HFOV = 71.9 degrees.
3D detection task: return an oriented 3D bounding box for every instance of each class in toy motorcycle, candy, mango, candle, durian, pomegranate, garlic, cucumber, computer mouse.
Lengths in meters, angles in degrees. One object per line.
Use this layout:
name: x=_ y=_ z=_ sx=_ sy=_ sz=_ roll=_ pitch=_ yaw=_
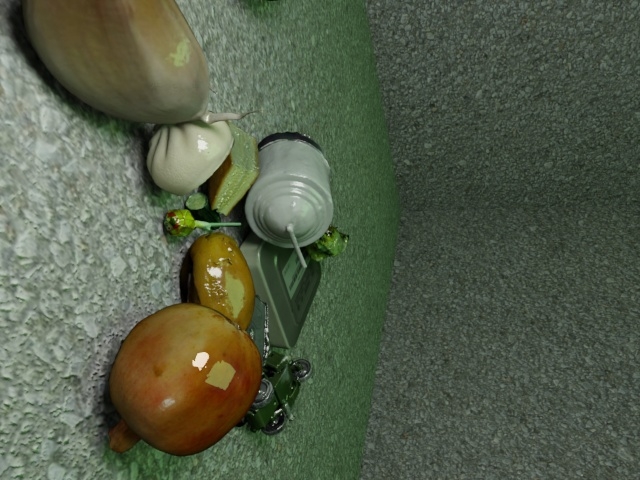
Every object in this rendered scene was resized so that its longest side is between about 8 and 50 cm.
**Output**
toy motorcycle: x=-0.131 y=0.394 z=1.193 sx=0.275 sy=0.127 sz=0.205 roll=-58 pitch=142 yaw=-45
candy: x=-0.238 y=-0.035 z=0.923 sx=0.193 sy=0.062 sz=0.058 roll=-1 pitch=133 yaw=-54
mango: x=-0.216 y=0.106 z=0.944 sx=0.156 sy=0.151 sz=0.249 roll=172 pitch=-89 yaw=-79
candle: x=-0.076 y=-0.118 z=1.091 sx=0.343 sy=0.221 sz=0.221 roll=-97 pitch=174 yaw=-55
durian: x=0.006 y=-0.003 z=1.331 sx=0.375 sy=0.106 sz=0.132 roll=-1 pitch=91 yaw=-72
pomegranate: x=-0.237 y=0.243 z=0.751 sx=0.270 sy=0.229 sz=0.252 roll=-49 pitch=155 yaw=-14
garlic: x=-0.272 y=-0.323 z=0.656 sx=0.340 sy=0.245 sz=0.232 roll=49 pitch=29 yaw=-53
cucumber: x=-0.249 y=-0.059 z=0.966 sx=0.105 sy=0.048 sz=0.048 roll=64 pitch=32 yaw=-57
computer mouse: x=-0.192 y=0.224 z=1.093 sx=0.126 sy=0.071 sz=0.231 roll=20 pitch=60 yaw=-54

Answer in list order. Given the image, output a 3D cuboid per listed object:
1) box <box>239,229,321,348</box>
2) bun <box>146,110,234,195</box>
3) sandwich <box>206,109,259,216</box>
box: x=-0.097 y=0.081 z=1.322 sx=0.367 sy=0.090 sz=0.373 roll=-65 pitch=147 yaw=-50
bun: x=-0.249 y=-0.173 z=0.809 sx=0.120 sy=0.172 sz=0.173 roll=45 pitch=43 yaw=-29
sandwich: x=-0.202 y=-0.186 z=0.979 sx=0.094 sy=0.096 sz=0.258 roll=23 pitch=53 yaw=-56
